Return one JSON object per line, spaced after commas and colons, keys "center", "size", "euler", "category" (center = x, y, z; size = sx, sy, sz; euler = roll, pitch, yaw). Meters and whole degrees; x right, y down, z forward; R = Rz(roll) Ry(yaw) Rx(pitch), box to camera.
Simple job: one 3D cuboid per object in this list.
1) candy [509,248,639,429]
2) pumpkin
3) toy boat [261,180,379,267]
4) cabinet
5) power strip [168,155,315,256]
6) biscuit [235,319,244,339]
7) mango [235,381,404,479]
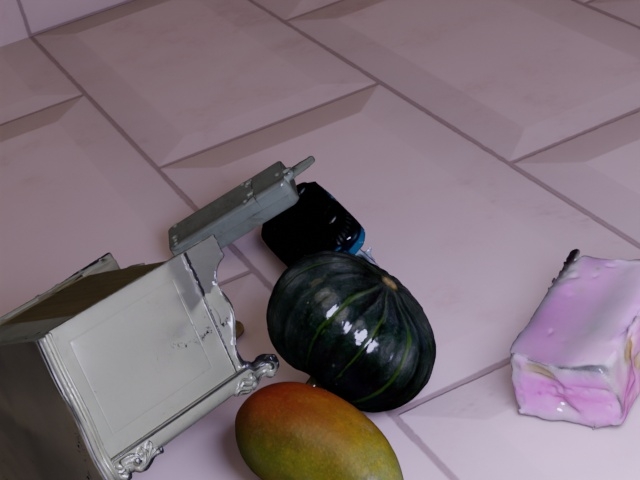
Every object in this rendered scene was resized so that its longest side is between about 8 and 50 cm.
{"center": [0.369, 0.128, 1.889], "size": [0.156, 0.115, 0.265], "euler": [6, 35, 30], "category": "candy"}
{"center": [0.037, 0.135, 1.917], "size": [0.250, 0.250, 0.216], "euler": [30, 89, 50], "category": "pumpkin"}
{"center": [0.000, 0.000, 2.301], "size": [0.134, 0.092, 0.299], "euler": [-47, 26, 2], "category": "toy boat"}
{"center": [-0.283, 0.168, 1.896], "size": [0.290, 0.227, 0.318], "euler": [-11, 17, 48], "category": "cabinet"}
{"center": [-0.127, -0.058, 2.386], "size": [0.288, 0.053, 0.093], "euler": [-30, 27, 10], "category": "power strip"}
{"center": [-0.176, 0.162, 2.152], "size": [0.071, 0.018, 0.147], "euler": [13, 39, 36], "category": "biscuit"}
{"center": [0.002, 0.268, 1.794], "size": [0.289, 0.129, 0.146], "euler": [23, 42, 36], "category": "mango"}
